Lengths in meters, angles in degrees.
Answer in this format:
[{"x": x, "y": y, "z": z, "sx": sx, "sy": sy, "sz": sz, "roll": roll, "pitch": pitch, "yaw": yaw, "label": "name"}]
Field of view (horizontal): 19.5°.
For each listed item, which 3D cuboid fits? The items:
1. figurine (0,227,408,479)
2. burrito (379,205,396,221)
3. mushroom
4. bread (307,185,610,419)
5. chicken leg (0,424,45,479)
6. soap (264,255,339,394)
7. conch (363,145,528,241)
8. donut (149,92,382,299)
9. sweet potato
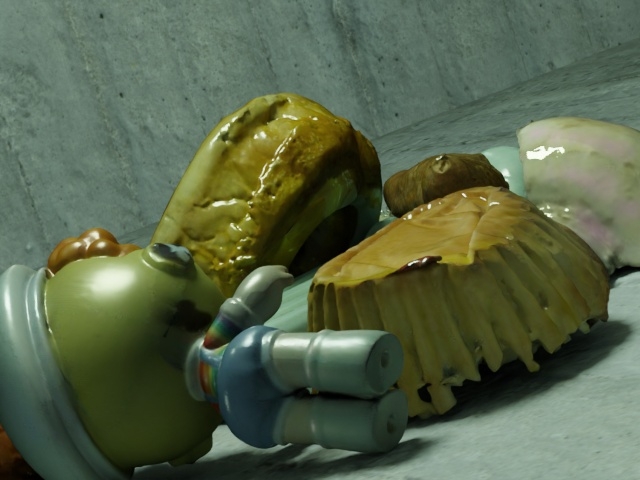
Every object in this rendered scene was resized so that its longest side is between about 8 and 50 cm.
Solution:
[{"x": -0.119, "y": 0.096, "z": 1.513, "sx": 0.382, "sy": 0.224, "sz": 0.205, "roll": -12, "pitch": 13, "yaw": 36, "label": "figurine"}, {"x": 0.001, "y": 0.002, "z": 2.505, "sx": 0.229, "sy": 0.063, "sz": 0.058, "roll": -13, "pitch": -1, "yaw": 21, "label": "burrito"}, {"x": 0.293, "y": -0.057, "z": 1.853, "sx": 0.173, "sy": 0.162, "sz": 0.236, "roll": -16, "pitch": 9, "yaw": 30, "label": "mushroom"}, {"x": 0.110, "y": 0.050, "z": 1.591, "sx": 0.274, "sy": 0.149, "sz": 0.274, "roll": -16, "pitch": 14, "yaw": 4, "label": "bread"}, {"x": -0.250, "y": 0.178, "z": 1.708, "sx": 0.113, "sy": 0.093, "sz": 0.304, "roll": 31, "pitch": 37, "yaw": 30, "label": "chicken leg"}, {"x": -0.004, "y": 0.087, "z": 1.804, "sx": 0.160, "sy": 0.087, "sz": 0.265, "roll": -8, "pitch": 13, "yaw": 46, "label": "soap"}, {"x": 0.155, "y": -0.009, "z": 1.983, "sx": 0.221, "sy": 0.121, "sz": 0.185, "roll": -34, "pitch": 1, "yaw": -4, "label": "conch"}, {"x": -0.046, "y": -0.010, "z": 1.975, "sx": 0.160, "sy": 0.330, "sz": 0.330, "roll": 20, "pitch": 25, "yaw": 23, "label": "donut"}, {"x": 0.133, "y": -0.045, "z": 1.830, "sx": 0.114, "sy": 0.092, "sz": 0.341, "roll": 17, "pitch": -1, "yaw": -5, "label": "sweet potato"}]
